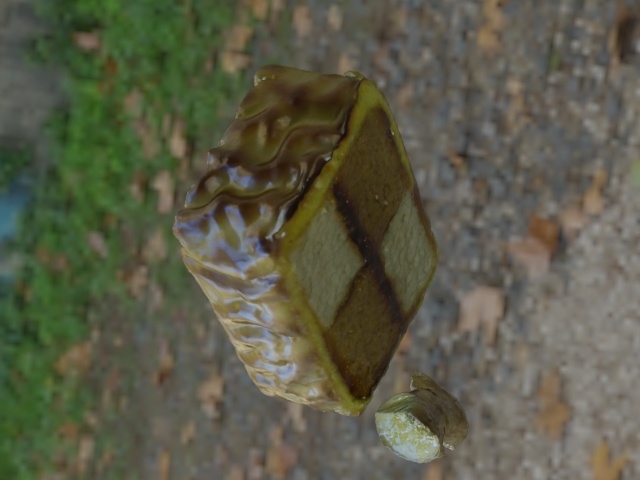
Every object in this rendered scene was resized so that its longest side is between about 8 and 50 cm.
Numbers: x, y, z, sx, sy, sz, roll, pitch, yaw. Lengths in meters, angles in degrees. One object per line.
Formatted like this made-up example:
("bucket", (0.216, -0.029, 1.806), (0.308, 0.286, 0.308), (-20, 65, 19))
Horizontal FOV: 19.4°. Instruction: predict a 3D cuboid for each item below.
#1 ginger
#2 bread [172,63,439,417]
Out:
("ginger", (0.072, 0.126, 1.311), (0.044, 0.057, 0.137), (-60, -15, 11))
("bread", (0.000, 0.000, 1.267), (0.181, 0.096, 0.222), (-58, -35, -28))
